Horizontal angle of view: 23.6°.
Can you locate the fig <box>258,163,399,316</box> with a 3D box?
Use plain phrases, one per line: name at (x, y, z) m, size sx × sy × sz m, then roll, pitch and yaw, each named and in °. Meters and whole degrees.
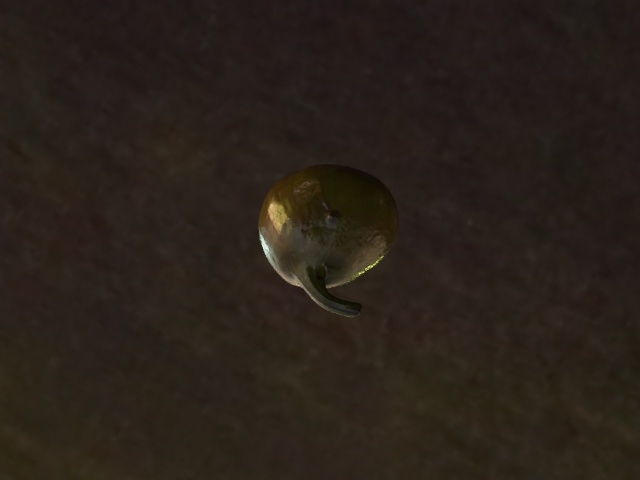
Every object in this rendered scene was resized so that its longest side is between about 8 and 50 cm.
fig at (0.000, 0.000, 0.948) m, size 0.084 × 0.098 × 0.082 m, roll 25°, pitch 136°, yaw -3°
